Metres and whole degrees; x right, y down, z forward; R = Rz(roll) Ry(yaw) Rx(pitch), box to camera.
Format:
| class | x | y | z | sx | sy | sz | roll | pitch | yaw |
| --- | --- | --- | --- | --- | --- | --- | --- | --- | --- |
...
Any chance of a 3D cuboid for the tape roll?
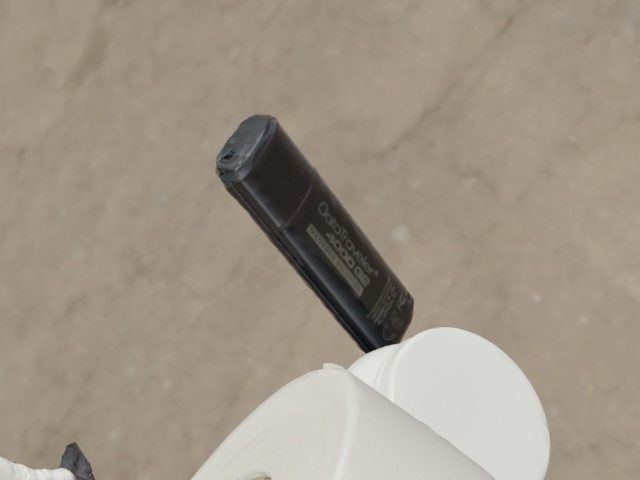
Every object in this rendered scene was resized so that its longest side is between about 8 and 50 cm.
| class | x | y | z | sx | sy | sz | roll | pitch | yaw |
| --- | --- | --- | --- | --- | --- | --- | --- | --- | --- |
| tape roll | -0.031 | 0.205 | 0.899 | 0.286 | 0.100 | 0.286 | -51 | 12 | 15 |

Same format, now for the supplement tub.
| class | x | y | z | sx | sy | sz | roll | pitch | yaw |
| --- | --- | --- | --- | --- | --- | --- | --- | --- | --- |
| supplement tub | 0.055 | 0.208 | 1.577 | 0.272 | 0.191 | 0.191 | -40 | 32 | 45 |

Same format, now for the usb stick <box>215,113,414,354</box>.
| class | x | y | z | sx | sy | sz | roll | pitch | yaw |
| --- | --- | --- | --- | --- | --- | --- | --- | --- | --- |
| usb stick | 0.000 | 0.000 | 1.546 | 0.045 | 0.278 | 0.077 | 7 | 57 | 42 |

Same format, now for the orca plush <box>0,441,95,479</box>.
| class | x | y | z | sx | sy | sz | roll | pitch | yaw |
| --- | --- | --- | --- | --- | --- | --- | --- | --- | --- |
| orca plush | -0.328 | 0.193 | 1.481 | 0.102 | 0.287 | 0.151 | -14 | 82 | 46 |
